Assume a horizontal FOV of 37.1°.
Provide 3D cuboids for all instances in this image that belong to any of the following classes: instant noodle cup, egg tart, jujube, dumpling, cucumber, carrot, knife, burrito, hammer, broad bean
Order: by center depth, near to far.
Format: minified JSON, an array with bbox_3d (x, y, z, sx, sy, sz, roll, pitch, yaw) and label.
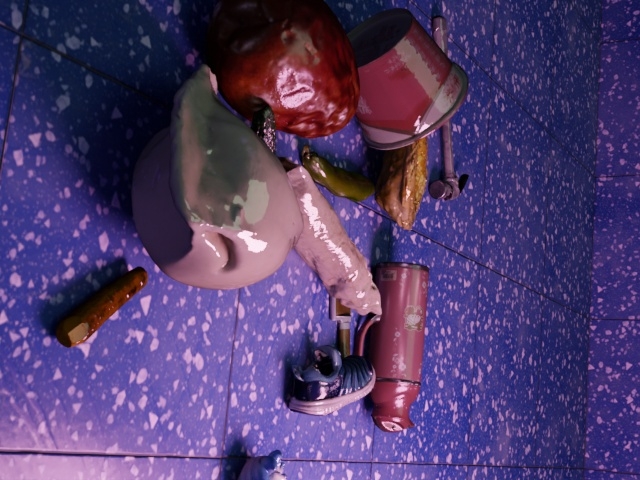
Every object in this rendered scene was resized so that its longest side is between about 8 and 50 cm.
[{"bbox_3d":[-0.283,0.085,1.257,0.171,0.042,0.042,-45,126,-53],"label":"carrot"},{"bbox_3d":[-0.136,-0.086,1.336,0.395,0.233,0.315,65,24,-73],"label":"dumpling"},{"bbox_3d":[-0.088,-0.102,1.479,0.256,0.043,0.044,92,16,-44],"label":"cucumber"},{"bbox_3d":[-0.051,-0.277,1.509,0.318,0.223,0.223,34,60,-62],"label":"jujube"},{"bbox_3d":[0.000,0.000,1.648,0.076,0.117,0.392,-58,137,-26],"label":"burrito"},{"bbox_3d":[0.038,-0.112,1.782,0.254,0.046,0.065,22,57,-55],"label":"broad bean"},{"bbox_3d":[0.042,0.137,1.798,0.061,0.027,0.342,4,86,-54],"label":"knife"},{"bbox_3d":[0.137,-0.313,1.803,0.178,0.235,0.234,51,47,-31],"label":"instant noodle cup"},{"bbox_3d":[0.163,-0.145,1.907,0.232,0.099,0.252,22,76,-81],"label":"egg tart"},{"bbox_3d":[0.285,-0.305,2.201,0.152,0.044,0.426,-13,99,-59],"label":"hammer"}]

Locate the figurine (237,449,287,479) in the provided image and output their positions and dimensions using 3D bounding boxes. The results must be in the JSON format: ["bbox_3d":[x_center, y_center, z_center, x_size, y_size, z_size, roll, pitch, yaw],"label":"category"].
[{"bbox_3d":[-0.094,0.390,1.513,0.114,0.079,0.114,-62,-175,9],"label":"figurine"}]

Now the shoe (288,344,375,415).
[{"bbox_3d":[0.022,0.238,1.694,0.207,0.092,0.106,-14,104,-52],"label":"shoe"}]

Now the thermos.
[{"bbox_3d":[0.143,0.210,1.880,0.136,0.110,0.330,22,71,-57],"label":"thermos"}]
